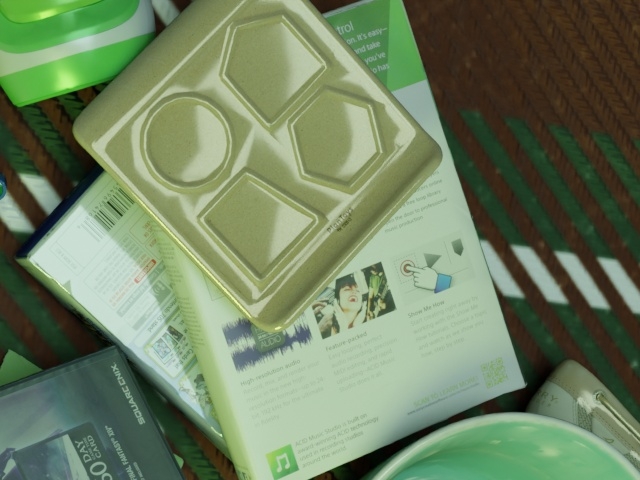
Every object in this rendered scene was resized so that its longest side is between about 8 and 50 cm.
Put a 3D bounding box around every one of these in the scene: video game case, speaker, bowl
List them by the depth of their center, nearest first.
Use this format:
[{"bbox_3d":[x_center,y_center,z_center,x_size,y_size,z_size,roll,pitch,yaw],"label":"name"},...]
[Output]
[{"bbox_3d":[-0.200,0.196,1.254,0.274,0.026,0.196,-19,78,-45],"label":"video game case"},{"bbox_3d":[-0.211,-0.252,1.327,0.131,0.131,0.297,-19,98,-21],"label":"speaker"},{"bbox_3d":[-0.055,-0.003,1.426,0.244,0.061,0.269,45,75,-15],"label":"video game case"},{"bbox_3d":[0.107,0.282,1.439,0.311,0.163,0.312,0,90,-22],"label":"bowl"}]

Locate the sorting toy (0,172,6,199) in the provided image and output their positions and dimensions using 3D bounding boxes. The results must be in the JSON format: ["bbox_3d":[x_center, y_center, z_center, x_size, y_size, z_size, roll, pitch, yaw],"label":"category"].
[{"bbox_3d":[-0.259,-0.038,1.360,0.061,0.042,0.102,-7,105,-6],"label":"sorting toy"}]

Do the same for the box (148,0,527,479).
[{"bbox_3d":[0.000,0.000,1.386,0.232,0.058,0.322,-21,99,-20],"label":"box"}]

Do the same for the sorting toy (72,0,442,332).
[{"bbox_3d":[-0.043,-0.069,1.323,0.208,0.038,0.193,46,75,-10],"label":"sorting toy"}]

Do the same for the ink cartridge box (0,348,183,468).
[{"bbox_3d":[-0.184,0.201,1.321,0.171,0.056,0.235,36,49,-19],"label":"ink cartridge box"}]

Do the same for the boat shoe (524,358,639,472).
[{"bbox_3d":[0.292,0.214,1.546,0.302,0.109,0.098,38,78,-12],"label":"boat shoe"}]
